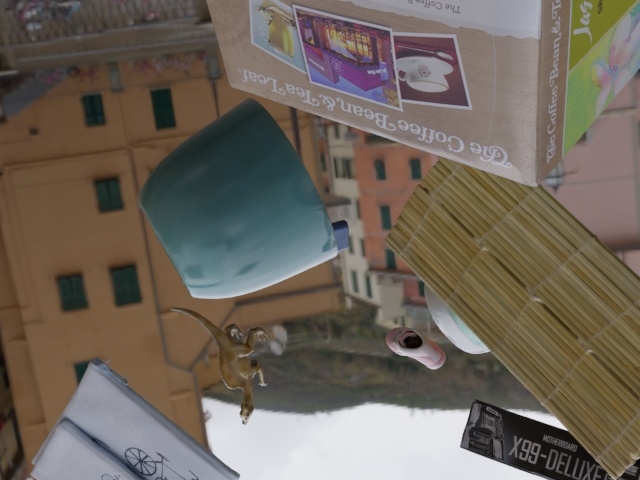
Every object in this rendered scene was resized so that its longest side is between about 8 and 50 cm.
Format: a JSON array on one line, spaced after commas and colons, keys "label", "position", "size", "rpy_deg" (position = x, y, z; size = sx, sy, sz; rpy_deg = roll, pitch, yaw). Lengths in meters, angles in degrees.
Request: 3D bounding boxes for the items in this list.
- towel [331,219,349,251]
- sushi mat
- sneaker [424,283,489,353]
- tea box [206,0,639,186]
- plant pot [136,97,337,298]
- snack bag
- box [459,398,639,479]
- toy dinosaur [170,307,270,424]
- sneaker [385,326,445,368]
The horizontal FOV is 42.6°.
[{"label": "towel", "position": [0.000, 0.000, 1.596], "size": [0.119, 0.067, 0.029], "rpy_deg": [-15, -146, -30]}, {"label": "sushi mat", "position": [0.201, 0.050, 0.749], "size": [0.316, 0.151, 0.019], "rpy_deg": [47, -148, 20]}, {"label": "sneaker", "position": [0.235, 0.061, 0.886], "size": [0.256, 0.094, 0.151], "rpy_deg": [19, 138, -38]}, {"label": "tea box", "position": [0.116, -0.260, 0.704], "size": [0.329, 0.220, 0.323], "rpy_deg": [23, -126, 32]}, {"label": "plant pot", "position": [-0.148, -0.044, 1.308], "size": [0.235, 0.293, 0.293], "rpy_deg": [-29, -165, -11]}, {"label": "snack bag", "position": [-0.321, 0.397, 1.392], "size": [0.342, 0.323, 0.037], "rpy_deg": [-53, 177, 34]}, {"label": "box", "position": [0.386, 0.324, 1.183], "size": [0.307, 0.076, 0.242], "rpy_deg": [14, 171, 32]}, {"label": "toy dinosaur", "position": [-0.107, 0.138, 1.022], "size": [0.053, 0.183, 0.092], "rpy_deg": [-18, -163, 28]}, {"label": "sneaker", "position": [0.145, 0.165, 1.370], "size": [0.051, 0.070, 0.134], "rpy_deg": [-55, -145, -8]}]
